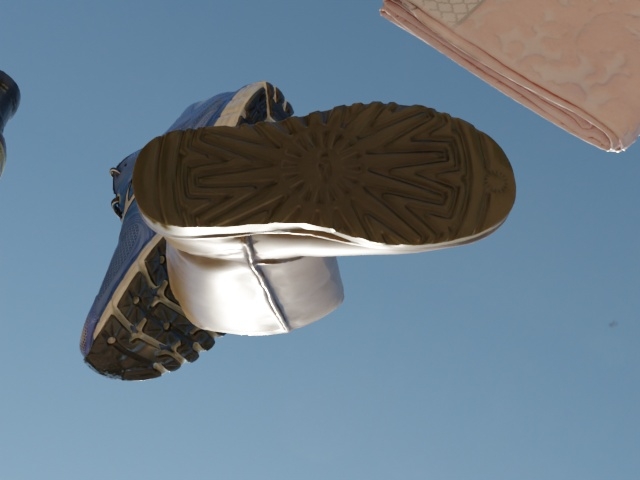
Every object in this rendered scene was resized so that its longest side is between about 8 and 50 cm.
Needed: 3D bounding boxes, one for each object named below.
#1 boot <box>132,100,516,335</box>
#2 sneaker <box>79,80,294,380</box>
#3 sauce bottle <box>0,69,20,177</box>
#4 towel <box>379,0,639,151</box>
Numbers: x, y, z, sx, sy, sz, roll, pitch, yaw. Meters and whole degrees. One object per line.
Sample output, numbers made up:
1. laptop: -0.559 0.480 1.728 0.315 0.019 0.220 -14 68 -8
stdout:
1. boot: 0.000 0.000 0.737 0.236 0.269 0.089 4 -109 3
2. sneaker: -0.141 -0.010 1.030 0.147 0.330 0.130 0 -39 38
3. sauce bottle: -0.404 -0.074 1.143 0.111 0.344 0.111 2 -49 2
4. towel: 0.281 -0.272 1.112 0.317 0.053 0.332 37 -112 26
